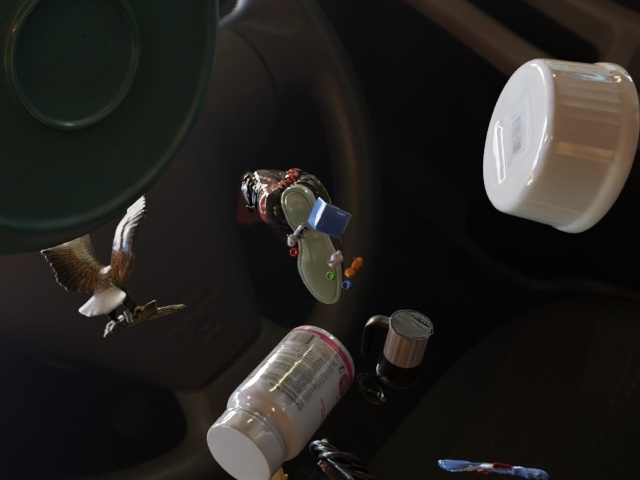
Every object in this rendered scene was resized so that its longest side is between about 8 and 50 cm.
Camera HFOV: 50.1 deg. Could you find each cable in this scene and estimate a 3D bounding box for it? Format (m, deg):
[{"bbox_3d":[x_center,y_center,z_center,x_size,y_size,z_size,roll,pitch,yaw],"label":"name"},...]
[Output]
[{"bbox_3d":[0.063,0.343,0.963,0.184,0.150,0.047,41,70,16],"label":"cable"}]

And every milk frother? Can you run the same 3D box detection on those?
[{"bbox_3d":[0.136,0.223,1.292,0.129,0.134,0.143,8,35,0],"label":"milk frother"}]

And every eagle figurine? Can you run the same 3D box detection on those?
[{"bbox_3d":[-0.471,0.055,1.521,0.226,0.298,0.225,-15,-8,-44],"label":"eagle figurine"}]

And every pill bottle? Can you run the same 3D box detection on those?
[{"bbox_3d":[-0.069,0.297,1.256,0.160,0.160,0.283,3,30,34],"label":"pill bottle"}]

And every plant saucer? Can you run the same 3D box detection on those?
[{"bbox_3d":[-0.173,-0.128,0.461,0.044,0.317,0.317,27,63,28],"label":"plant saucer"}]

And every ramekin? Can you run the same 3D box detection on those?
[{"bbox_3d":[0.371,-0.158,1.104,0.135,0.277,0.277,9,41,-9],"label":"ramekin"}]

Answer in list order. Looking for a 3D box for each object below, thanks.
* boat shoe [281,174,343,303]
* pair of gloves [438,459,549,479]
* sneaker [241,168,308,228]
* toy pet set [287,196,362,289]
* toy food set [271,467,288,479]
[{"bbox_3d":[0.000,0.000,1.162,0.081,0.227,0.068,-1,29,28],"label":"boat shoe"},{"bbox_3d":[0.329,0.443,1.321,0.159,0.198,0.023,-24,56,55],"label":"pair of gloves"},{"bbox_3d":[-0.105,-0.088,1.415,0.135,0.097,0.276,1,17,6],"label":"sneaker"},{"bbox_3d":[0.007,0.001,1.060,0.122,0.065,0.114,30,102,23],"label":"toy pet set"},{"bbox_3d":[-0.141,0.590,1.743,0.192,0.132,0.038,38,29,15],"label":"toy food set"}]
